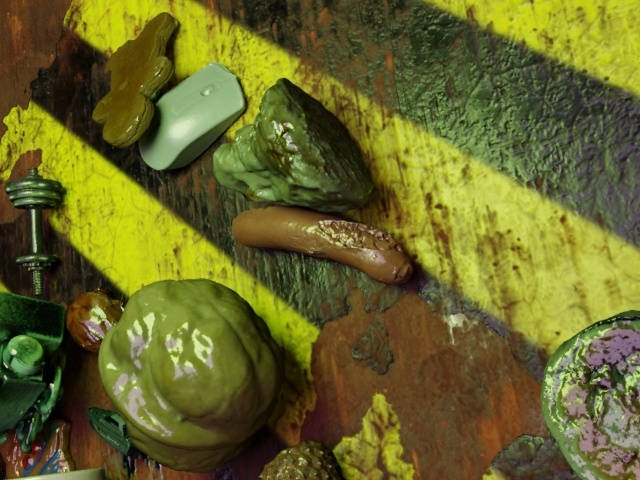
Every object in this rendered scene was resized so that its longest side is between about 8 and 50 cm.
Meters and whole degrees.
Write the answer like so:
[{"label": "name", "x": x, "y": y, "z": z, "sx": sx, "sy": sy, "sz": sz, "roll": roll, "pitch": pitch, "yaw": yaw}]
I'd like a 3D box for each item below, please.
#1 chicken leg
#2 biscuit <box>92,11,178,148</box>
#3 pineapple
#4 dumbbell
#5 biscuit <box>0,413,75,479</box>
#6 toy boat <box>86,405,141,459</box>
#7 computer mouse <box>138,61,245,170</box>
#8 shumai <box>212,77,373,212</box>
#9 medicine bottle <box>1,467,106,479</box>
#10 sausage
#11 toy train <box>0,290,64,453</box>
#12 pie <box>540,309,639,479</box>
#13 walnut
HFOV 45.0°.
[{"label": "chicken leg", "x": -0.345, "y": 0.189, "z": 1.374, "sx": 0.304, "sy": 0.093, "sz": 0.113, "roll": 35, "pitch": 88, "yaw": 26}, {"label": "biscuit", "x": -0.339, "y": -0.282, "z": 1.420, "sx": 0.197, "sy": 0.049, "sz": 0.301, "roll": -31, "pitch": 44, "yaw": 27}, {"label": "pineapple", "x": 0.014, "y": 0.425, "z": 1.093, "sx": 0.119, "sy": 0.130, "sz": 0.277, "roll": -48, "pitch": 62, "yaw": 29}, {"label": "dumbbell", "x": -0.563, "y": -0.018, "z": 1.531, "sx": 0.110, "sy": 0.110, "sz": 0.254, "roll": -8, "pitch": 84, "yaw": 29}, {"label": "biscuit", "x": -0.554, "y": 0.401, "z": 1.488, "sx": 0.280, "sy": 0.043, "sz": 0.183, "roll": 30, "pitch": 94, "yaw": 28}, {"label": "toy boat", "x": -0.367, "y": 0.331, "z": 1.375, "sx": 0.141, "sy": 0.055, "sz": 0.060, "roll": 24, "pitch": 102, "yaw": 32}, {"label": "computer mouse", "x": -0.239, "y": -0.221, "z": 1.388, "sx": 0.231, "sy": 0.079, "sz": 0.128, "roll": -43, "pitch": 65, "yaw": 14}, {"label": "shumai", "x": -0.054, "y": -0.105, "z": 1.172, "sx": 0.204, "sy": 0.222, "sz": 0.272, "roll": -42, "pitch": 19, "yaw": 13}, {"label": "medicine bottle", "x": -0.448, "y": 0.541, "z": 1.276, "sx": 0.241, "sy": 0.241, "sz": 0.301, "roll": -16, "pitch": 74, "yaw": 28}, {"label": "sausage", "x": -0.001, "y": -0.002, "z": 1.203, "sx": 0.327, "sy": 0.079, "sz": 0.087, "roll": 13, "pitch": 119, "yaw": 33}, {"label": "toy train", "x": -0.566, "y": 0.242, "z": 1.408, "sx": 0.299, "sy": 0.167, "sz": 0.238, "roll": -49, "pitch": 37, "yaw": 34}, {"label": "pie", "x": 0.387, "y": 0.202, "z": 0.954, "sx": 0.241, "sy": 0.054, "sz": 0.240, "roll": -6, "pitch": 77, "yaw": 28}, {"label": "walnut", "x": -0.193, "y": 0.198, "z": 1.178, "sx": 0.277, "sy": 0.253, "sz": 0.282, "roll": 45, "pitch": 105, "yaw": 28}]
